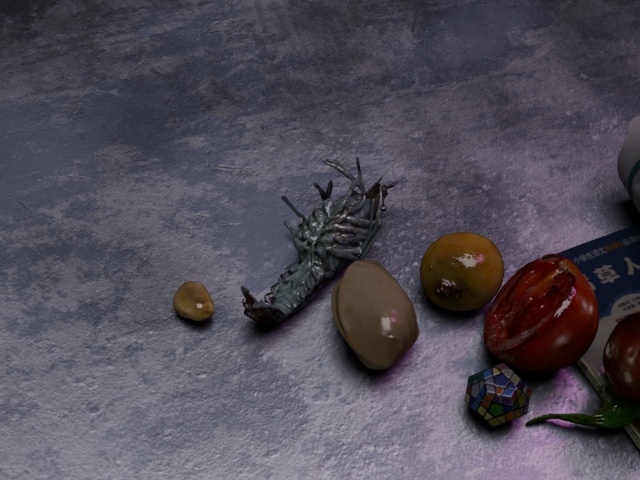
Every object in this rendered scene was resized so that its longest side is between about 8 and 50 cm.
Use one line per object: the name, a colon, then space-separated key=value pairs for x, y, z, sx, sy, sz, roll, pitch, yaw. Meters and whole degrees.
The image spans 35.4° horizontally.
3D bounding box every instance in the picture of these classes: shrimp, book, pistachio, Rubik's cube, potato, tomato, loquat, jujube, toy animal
shrimp: x=0.003 y=0.000 z=1.840 sx=0.221 sy=0.166 sz=0.411 roll=16 pitch=63 yaw=39
book: x=0.582 y=0.164 z=1.780 sx=0.300 sy=0.039 sz=0.428 roll=-20 pitch=54 yaw=-15
pistachio: x=0.095 y=0.127 z=1.743 sx=0.152 sy=0.126 sz=0.223 roll=14 pitch=39 yaw=-20
Rubik's cube: x=0.295 y=0.257 z=1.663 sx=0.111 sy=0.111 sz=0.093 roll=40 pitch=87 yaw=28
potato: x=-0.225 y=0.111 z=1.794 sx=0.068 sy=0.062 sz=0.083 roll=-53 pitch=36 yaw=-4
tomato: x=0.388 y=0.141 z=1.706 sx=0.139 sy=0.200 sz=0.233 roll=42 pitch=20 yaw=-12
loquat: x=0.253 y=0.056 z=1.799 sx=0.163 sy=0.137 sz=0.163 roll=4 pitch=44 yaw=-4
jujube: x=0.544 y=0.178 z=1.622 sx=0.168 sy=0.168 sz=0.236 roll=20 pitch=17 yaw=15
toy animal: x=0.450 y=0.274 z=1.659 sx=0.216 sy=0.041 sz=0.075 roll=-1 pitch=61 yaw=18

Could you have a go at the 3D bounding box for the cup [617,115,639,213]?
cup: x=0.723 y=-0.107 z=1.863 sx=0.289 sy=0.219 sz=0.258 roll=-6 pitch=41 yaw=-3
